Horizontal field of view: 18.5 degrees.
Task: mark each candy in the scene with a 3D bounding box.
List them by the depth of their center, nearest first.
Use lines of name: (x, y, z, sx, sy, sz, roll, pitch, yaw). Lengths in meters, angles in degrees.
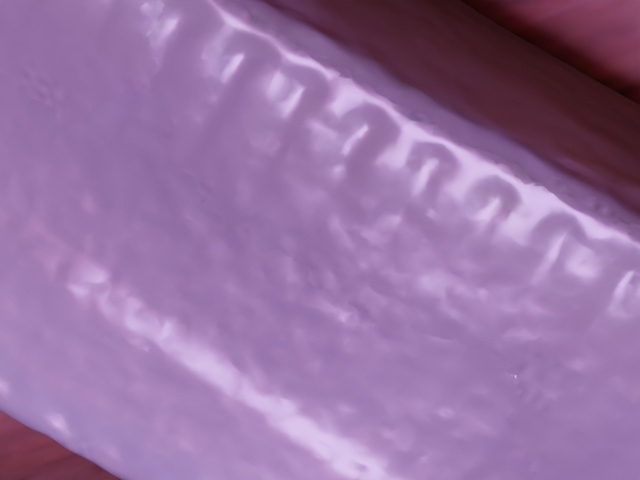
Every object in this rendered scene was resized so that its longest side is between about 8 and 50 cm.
candy: (-0.001, 0.001, 0.754, 0.359, 0.145, 0.208, 30, 115, 3)
